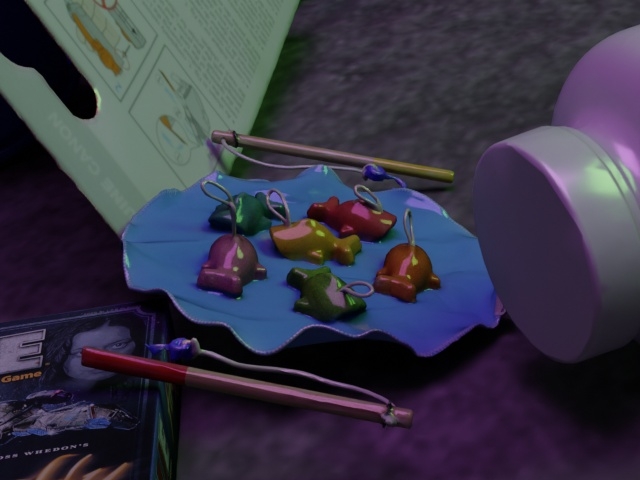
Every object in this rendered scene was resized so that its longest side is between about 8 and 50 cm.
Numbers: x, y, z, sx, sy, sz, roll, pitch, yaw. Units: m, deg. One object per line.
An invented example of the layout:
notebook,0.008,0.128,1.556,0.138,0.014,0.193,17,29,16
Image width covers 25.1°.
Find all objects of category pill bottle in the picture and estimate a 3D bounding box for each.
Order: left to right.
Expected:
pill bottle,0.199,-0.035,0.601,0.264,0.146,0.146,-20,29,-19

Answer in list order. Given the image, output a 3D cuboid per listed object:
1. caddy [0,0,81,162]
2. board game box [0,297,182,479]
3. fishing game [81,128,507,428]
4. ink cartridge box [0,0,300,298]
caddy,-0.322,-0.127,0.917,0.341,0.179,0.241,-18,52,-15
board game box,-0.180,0.097,0.581,0.243,0.042,0.165,-9,27,1
fishing game,0.000,0.000,0.672,0.189,0.041,0.264,11,26,8
ink cartridge box,-0.151,-0.178,0.823,0.091,0.308,0.385,-23,29,27
